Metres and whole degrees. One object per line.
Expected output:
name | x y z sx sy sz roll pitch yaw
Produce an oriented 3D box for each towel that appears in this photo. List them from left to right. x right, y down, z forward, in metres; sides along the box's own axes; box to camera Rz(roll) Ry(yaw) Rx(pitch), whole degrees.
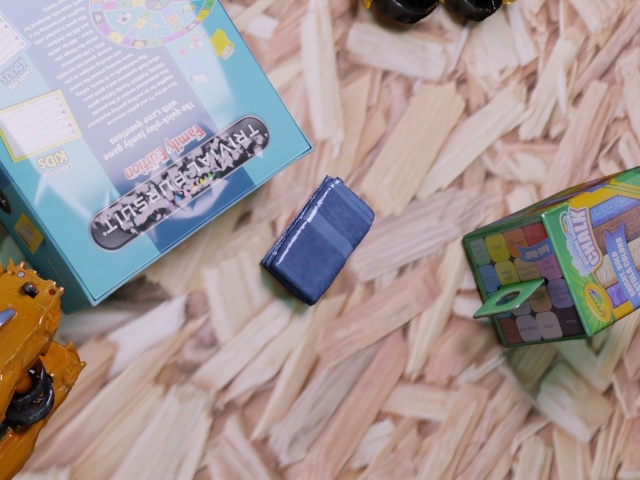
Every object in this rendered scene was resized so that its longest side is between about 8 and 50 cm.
towel | 0.000 0.000 1.029 0.067 0.029 0.119 44 62 -16

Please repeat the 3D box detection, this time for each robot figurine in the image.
robot figurine | -0.281 0.158 0.754 0.085 0.211 0.291 30 62 13

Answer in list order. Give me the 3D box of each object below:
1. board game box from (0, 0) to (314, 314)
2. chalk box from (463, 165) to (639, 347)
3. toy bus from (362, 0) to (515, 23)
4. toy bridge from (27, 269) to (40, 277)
board game box | -0.198 -0.148 0.909 0.254 0.079 0.336 -38 101 -30
chalk box | 0.244 0.025 1.109 0.213 0.132 0.132 -22 93 -33
toy bus | 0.128 -0.347 1.118 0.220 0.149 0.211 -8 69 -34
toy bridge | -0.311 0.033 0.840 0.188 0.026 0.063 18 75 -27
